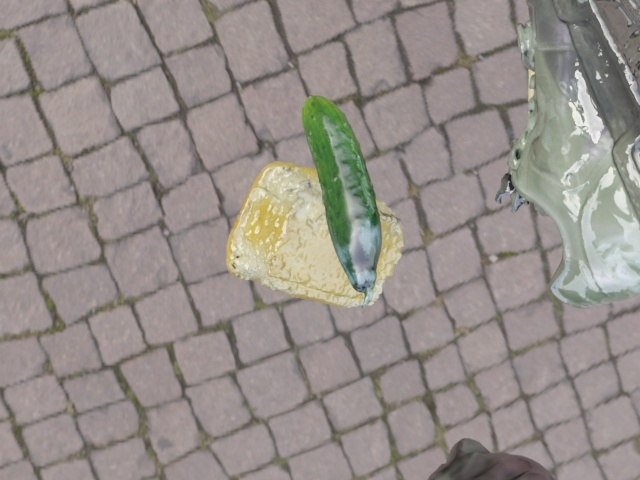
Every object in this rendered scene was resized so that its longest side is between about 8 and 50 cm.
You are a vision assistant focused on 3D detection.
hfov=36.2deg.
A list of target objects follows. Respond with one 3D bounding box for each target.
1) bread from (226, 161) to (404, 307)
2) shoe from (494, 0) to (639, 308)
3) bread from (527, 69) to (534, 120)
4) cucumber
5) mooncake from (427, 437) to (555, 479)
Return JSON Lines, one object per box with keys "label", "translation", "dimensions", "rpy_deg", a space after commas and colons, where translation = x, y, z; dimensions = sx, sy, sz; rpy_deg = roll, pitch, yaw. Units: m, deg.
{"label": "bread", "translation": [0.000, 0.000, 1.268], "dimensions": [0.246, 0.121, 0.174], "rpy_deg": [14, 106, -46]}
{"label": "shoe", "translation": [0.171, -0.087, 0.688], "dimensions": [0.109, 0.292, 0.149], "rpy_deg": [7, 147, -44]}
{"label": "bread", "translation": [0.401, -0.196, 1.310], "dimensions": [0.142, 0.266, 0.178], "rpy_deg": [37, 78, -38]}
{"label": "cucumber", "translation": [0.019, -0.030, 0.650], "dimensions": [0.037, 0.037, 0.155], "rpy_deg": [-11, 70, -8]}
{"label": "mooncake", "translation": [0.103, 0.374, 0.885], "dimensions": [0.381, 0.212, 0.350], "rpy_deg": [-24, 97, -35]}
